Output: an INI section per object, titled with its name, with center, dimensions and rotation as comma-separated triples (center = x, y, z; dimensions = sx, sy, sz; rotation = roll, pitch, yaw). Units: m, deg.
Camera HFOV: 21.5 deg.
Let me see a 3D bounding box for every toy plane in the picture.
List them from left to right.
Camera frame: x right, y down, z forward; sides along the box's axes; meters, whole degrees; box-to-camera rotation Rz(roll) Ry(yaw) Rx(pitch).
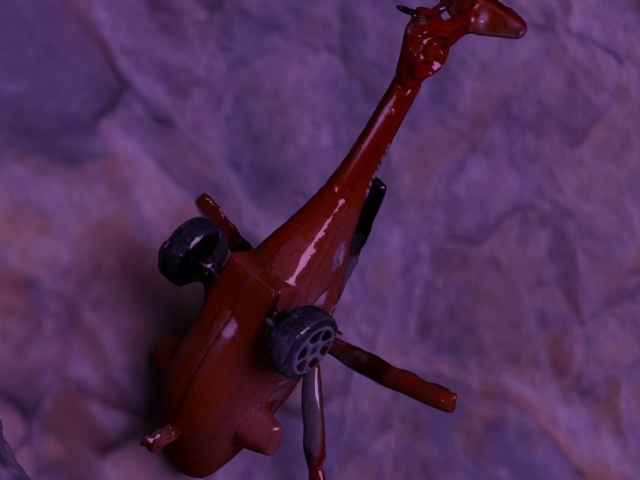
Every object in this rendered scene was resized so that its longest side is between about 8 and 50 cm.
[toy plane]
center = 0.005, 0.005, 0.578
dimensions = 0.077, 0.194, 0.126
rotation = -1, 54, -57

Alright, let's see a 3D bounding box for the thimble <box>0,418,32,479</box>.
[thimble]
center = -0.145, 0.105, 0.458
dimensions = 0.151, 0.127, 0.118
rotation = -37, 103, -42
